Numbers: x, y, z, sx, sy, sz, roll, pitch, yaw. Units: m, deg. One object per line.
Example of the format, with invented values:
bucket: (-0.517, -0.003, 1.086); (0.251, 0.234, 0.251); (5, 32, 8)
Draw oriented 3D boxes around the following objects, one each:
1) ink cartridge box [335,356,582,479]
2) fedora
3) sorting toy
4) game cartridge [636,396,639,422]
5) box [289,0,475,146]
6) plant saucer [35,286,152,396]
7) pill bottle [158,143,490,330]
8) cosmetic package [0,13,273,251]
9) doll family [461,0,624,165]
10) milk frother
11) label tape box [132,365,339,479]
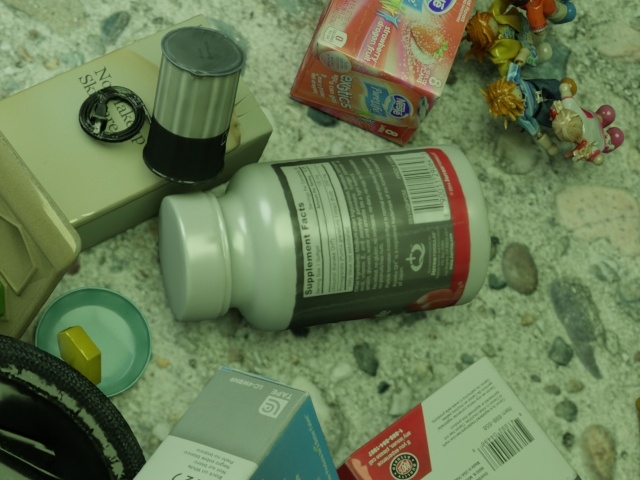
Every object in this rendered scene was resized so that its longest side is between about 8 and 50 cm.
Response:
ink cartridge box: (0.165, 0.290, 1.562); (0.197, 0.114, 0.273); (-33, 80, -24)
fedora: (-0.320, 0.253, 1.426); (0.334, 0.152, 0.334); (6, 71, -17)
sorting toy: (-0.314, 0.029, 1.479); (0.041, 0.229, 0.307); (-30, 79, -45)
game cartridge: (0.498, 0.311, 1.683); (0.285, 0.053, 0.324); (3, 67, -14)
box: (0.094, -0.282, 1.746); (0.154, 0.142, 0.300); (22, 66, -5)
plant saucer: (-0.234, 0.107, 1.577); (0.119, 0.021, 0.119); (5, 68, -12)
pill bottle: (0.000, 0.000, 1.595); (0.318, 0.176, 0.176); (-7, 72, -17)
cosmetic package: (-0.225, -0.097, 1.609); (0.309, 0.113, 0.160); (-29, 79, -22)
doll family: (0.236, -0.188, 1.750); (0.163, 0.118, 0.263); (0, 68, -56)
milk frother: (-0.157, -0.145, 1.508); (0.143, 0.135, 0.129); (1, 39, -17)
label tape box: (-0.110, 0.324, 1.372); (0.115, 0.249, 0.348); (15, 49, 33)
